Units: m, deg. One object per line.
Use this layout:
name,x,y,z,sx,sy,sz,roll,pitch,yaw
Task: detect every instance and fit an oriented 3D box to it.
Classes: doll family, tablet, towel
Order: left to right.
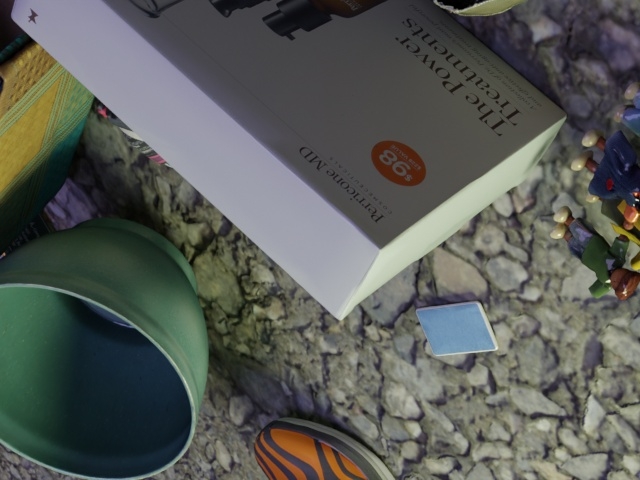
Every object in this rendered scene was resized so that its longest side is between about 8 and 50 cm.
towel,-0.304,-0.115,1.459,0.040,0.271,0.370,31,135,2
tablet,0.134,0.087,1.379,0.083,0.006,0.054,-11,108,45
doll family,0.262,-0.034,1.128,0.111,0.076,0.193,49,147,36

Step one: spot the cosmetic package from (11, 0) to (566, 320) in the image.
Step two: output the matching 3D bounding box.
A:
cosmetic package,-0.021,-0.144,1.164,0.377,0.284,0.097,42,137,13

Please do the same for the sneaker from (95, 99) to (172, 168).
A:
sneaker,-0.076,-0.118,1.377,0.299,0.121,0.112,14,153,36

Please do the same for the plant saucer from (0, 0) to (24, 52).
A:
plant saucer,-0.390,-0.281,1.579,0.311,0.050,0.310,25,134,29

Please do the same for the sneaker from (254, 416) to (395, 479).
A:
sneaker,0.019,0.336,1.515,0.321,0.180,0.124,39,136,17

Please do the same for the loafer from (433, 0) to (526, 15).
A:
loafer,0.180,-0.229,1.068,0.251,0.087,0.094,-27,96,48

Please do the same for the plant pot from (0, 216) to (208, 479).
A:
plant pot,-0.248,0.098,1.562,0.293,0.196,0.293,9,130,11

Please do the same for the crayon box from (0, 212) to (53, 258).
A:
crayon box,-0.475,0.009,1.832,0.323,0.083,0.203,-24,98,47
